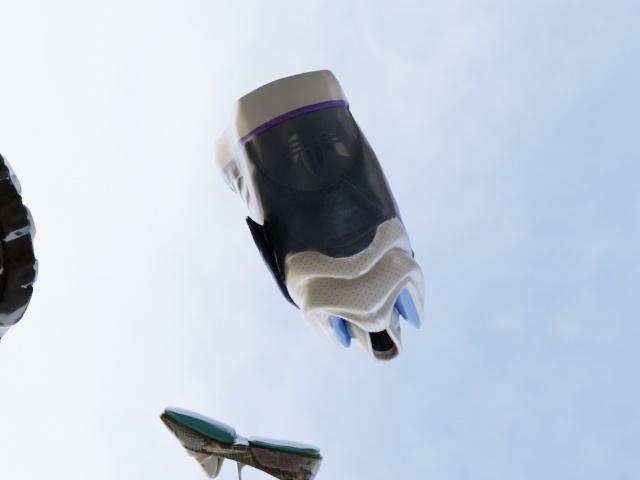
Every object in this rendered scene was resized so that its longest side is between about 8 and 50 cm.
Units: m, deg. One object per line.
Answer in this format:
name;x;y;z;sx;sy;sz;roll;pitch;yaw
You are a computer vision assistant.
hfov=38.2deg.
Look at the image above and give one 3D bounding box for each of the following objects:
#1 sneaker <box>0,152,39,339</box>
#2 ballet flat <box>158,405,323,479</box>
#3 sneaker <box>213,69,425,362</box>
sneaker;-0.183;-0.084;0.332;0.108;0.100;0.271;3;-72;65
ballet flat;-0.057;0.144;0.619;0.114;0.041;0.041;15;-82;3
sneaker;0.001;0.000;0.821;0.323;0.130;0.236;129;-59;-83
